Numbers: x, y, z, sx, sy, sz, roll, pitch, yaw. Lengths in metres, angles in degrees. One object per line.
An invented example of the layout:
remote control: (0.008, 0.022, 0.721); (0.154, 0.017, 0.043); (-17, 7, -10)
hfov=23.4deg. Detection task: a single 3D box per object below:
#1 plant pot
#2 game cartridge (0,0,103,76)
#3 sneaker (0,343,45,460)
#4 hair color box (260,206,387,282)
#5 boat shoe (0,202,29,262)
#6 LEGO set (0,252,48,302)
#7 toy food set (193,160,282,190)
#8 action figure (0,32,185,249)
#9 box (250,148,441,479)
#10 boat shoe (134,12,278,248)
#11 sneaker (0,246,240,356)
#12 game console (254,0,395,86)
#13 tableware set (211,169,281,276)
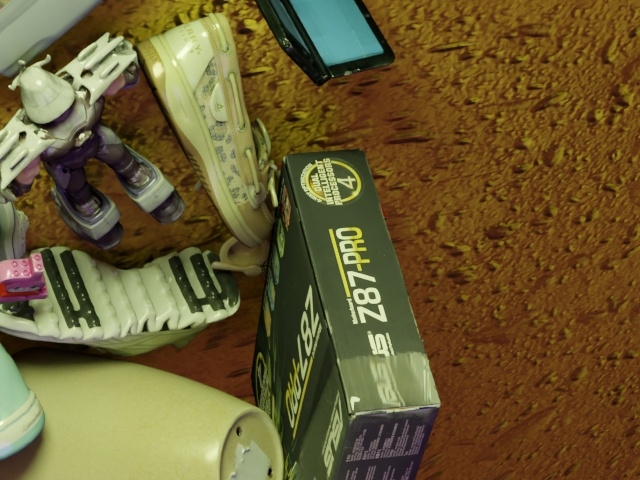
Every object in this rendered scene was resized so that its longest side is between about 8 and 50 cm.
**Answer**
plant pot: (-0.186, 0.237, 1.613); (0.274, 0.256, 0.256); (-3, 158, 29)
game cartridge: (-0.266, -0.248, 1.176); (0.196, 0.060, 0.294); (-41, 145, 14)
sneaker: (-0.438, 0.117, 1.518); (0.319, 0.127, 0.208); (-8, 113, 19)
hair color box: (0.000, 0.000, 1.711); (0.072, 0.043, 0.141); (13, 131, -43)
boat shoe: (-0.300, -0.015, 1.496); (0.035, 0.035, 0.100); (-42, 152, -34)
LEGO set: (-0.354, 0.003, 1.396); (0.227, 0.087, 0.093); (-3, 156, -28)
toy food set: (-0.067, -0.060, 1.603); (0.122, 0.019, 0.078); (6, 135, -40)
action figure: (-0.219, -0.084, 1.374); (0.185, 0.099, 0.285); (-37, 155, -7)
box: (0.011, 0.153, 1.577); (0.097, 0.318, 0.395); (-5, 141, -14)
boat shoe: (-0.085, -0.095, 1.464); (0.089, 0.104, 0.285); (-29, 144, -4)
sneaker: (-0.228, 0.076, 1.611); (0.292, 0.110, 0.118); (3, 146, -37)
game console: (-0.005, -0.202, 1.354); (0.071, 0.122, 0.107); (-35, 146, 10)
tableware set: (-0.027, -0.007, 1.641); (0.141, 0.020, 0.168); (15, 129, -28)
